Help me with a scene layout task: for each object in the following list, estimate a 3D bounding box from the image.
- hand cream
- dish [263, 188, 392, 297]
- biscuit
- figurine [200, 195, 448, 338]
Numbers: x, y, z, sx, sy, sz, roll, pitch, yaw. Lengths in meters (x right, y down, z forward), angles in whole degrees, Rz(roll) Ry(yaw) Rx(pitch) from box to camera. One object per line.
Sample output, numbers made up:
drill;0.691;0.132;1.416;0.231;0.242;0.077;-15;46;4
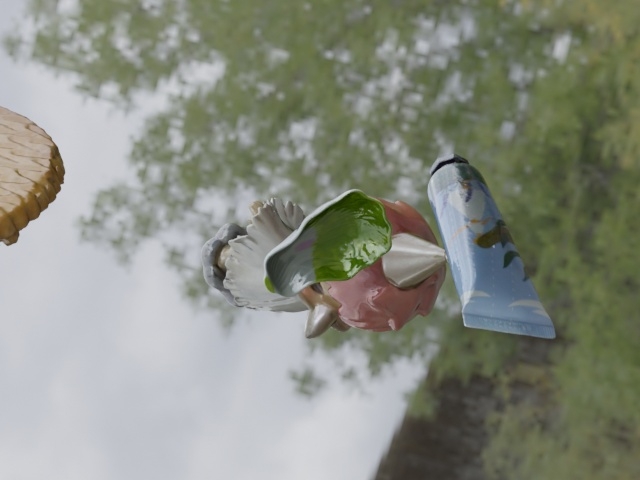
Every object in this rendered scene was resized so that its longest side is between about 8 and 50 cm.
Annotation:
hand cream;0.154;0.005;1.679;0.271;0.091;0.058;-104;29;-54
dish;0.000;0.000;1.685;0.091;0.137;0.039;61;177;-37
biscuit;-0.304;-0.035;1.235;0.254;0.254;0.035;-55;-34;-53
figurine;0.027;0.036;1.888;0.207;0.387;0.166;45;-115;-33
